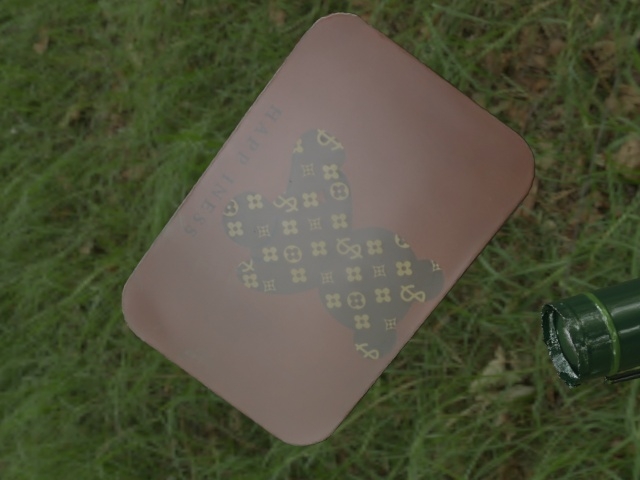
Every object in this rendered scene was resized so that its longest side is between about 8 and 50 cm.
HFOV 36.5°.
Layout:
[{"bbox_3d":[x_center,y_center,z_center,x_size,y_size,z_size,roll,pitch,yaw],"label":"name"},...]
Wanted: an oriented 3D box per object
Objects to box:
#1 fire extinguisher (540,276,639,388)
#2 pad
[{"bbox_3d":[0.382,0.071,1.012,0.093,0.295,0.118,146,109,-82],"label":"fire extinguisher"},{"bbox_3d":[0.000,0.000,0.647,0.267,0.181,0.004,-53,1,14],"label":"pad"}]
